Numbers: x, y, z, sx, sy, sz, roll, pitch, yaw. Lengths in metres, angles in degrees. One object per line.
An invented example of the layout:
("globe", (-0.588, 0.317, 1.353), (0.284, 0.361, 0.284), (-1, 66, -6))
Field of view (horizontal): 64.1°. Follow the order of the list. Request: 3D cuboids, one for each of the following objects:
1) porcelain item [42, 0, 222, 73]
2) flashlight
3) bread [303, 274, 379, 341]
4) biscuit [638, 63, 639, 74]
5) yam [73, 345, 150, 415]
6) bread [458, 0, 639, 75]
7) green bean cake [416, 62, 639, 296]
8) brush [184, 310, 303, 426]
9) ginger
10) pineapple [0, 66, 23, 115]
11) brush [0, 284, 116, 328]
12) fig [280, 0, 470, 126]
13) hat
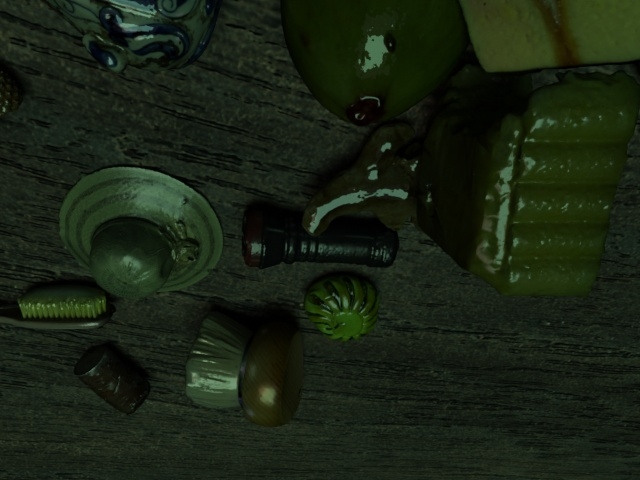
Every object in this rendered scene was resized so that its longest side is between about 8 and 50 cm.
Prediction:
("porcelain item", (-0.217, -0.289, 0.475), (0.288, 0.138, 0.186), (32, 110, -28))
("flashlight", (0.000, 0.000, 0.767), (0.232, 0.093, 0.093), (3, 130, -14))
("bread", (0.040, 0.120, 0.875), (0.130, 0.071, 0.139), (-10, 130, -2))
("biscuit", (0.535, -0.262, 0.592), (0.335, 0.078, 0.329), (4, 132, -7))
("yam", (-0.387, 0.261, 0.958), (0.079, 0.079, 0.141), (-22, 127, 14))
("bread", (0.234, -0.282, 0.410), (0.264, 0.163, 0.167), (-52, 124, -15))
("green bean cake", (0.200, -0.078, 0.556), (0.124, 0.236, 0.232), (1, 110, -9))
("brush", (-0.123, 0.244, 0.918), (0.166, 0.174, 0.266), (5, 149, 10))
("ginger", (0.146, -0.077, 0.715), (0.333, 0.080, 0.166), (5, 111, -8))
("pineapple", (-0.395, -0.204, 0.581), (0.058, 0.058, 0.124), (-13, 129, 6))
("brush", (-0.497, 0.105, 0.836), (0.313, 0.072, 0.067), (-1, 107, 1))
("fig", (0.060, -0.218, 0.498), (0.203, 0.225, 0.203), (3, 153, 2))
("hat", (-0.271, 0.023, 0.744), (0.252, 0.110, 0.252), (-2, 131, -2))
